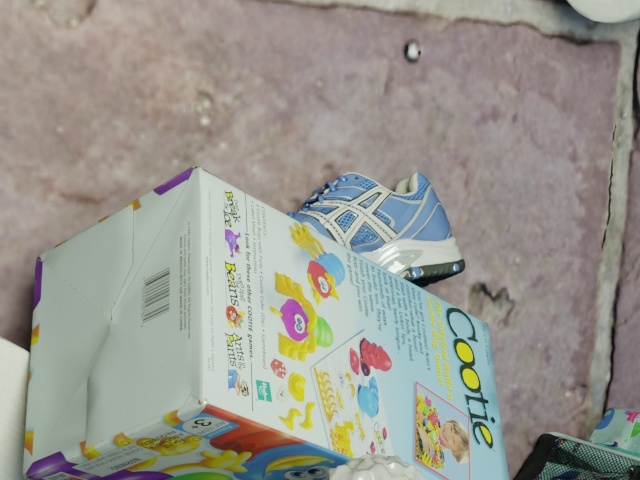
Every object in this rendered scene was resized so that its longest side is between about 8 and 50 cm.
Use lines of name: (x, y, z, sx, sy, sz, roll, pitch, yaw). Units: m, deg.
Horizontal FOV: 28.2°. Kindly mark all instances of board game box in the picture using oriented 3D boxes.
board game box: (-0.024, 0.092, 0.773, 0.275, 0.142, 0.144, 29, 47, -42)

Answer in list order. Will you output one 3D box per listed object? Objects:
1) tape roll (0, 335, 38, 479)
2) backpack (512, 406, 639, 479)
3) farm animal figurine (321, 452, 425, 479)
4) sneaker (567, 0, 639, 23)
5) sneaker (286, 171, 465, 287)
tape roll: (-0.275, 0.224, 0.715, 0.392, 0.072, 0.392, -8, 103, -34)
backpack: (0.288, 0.262, 1.003, 0.191, 0.253, 0.225, -45, 119, -21)
farm animal figurine: (-0.088, 0.264, 0.698, 0.330, 0.172, 0.327, -41, 161, -23)
sneaker: (0.255, -0.336, 0.966, 0.236, 0.130, 0.323, -26, 108, -39)
sneaker: (0.000, 0.000, 0.876, 0.211, 0.080, 0.081, -5, 78, -34)
